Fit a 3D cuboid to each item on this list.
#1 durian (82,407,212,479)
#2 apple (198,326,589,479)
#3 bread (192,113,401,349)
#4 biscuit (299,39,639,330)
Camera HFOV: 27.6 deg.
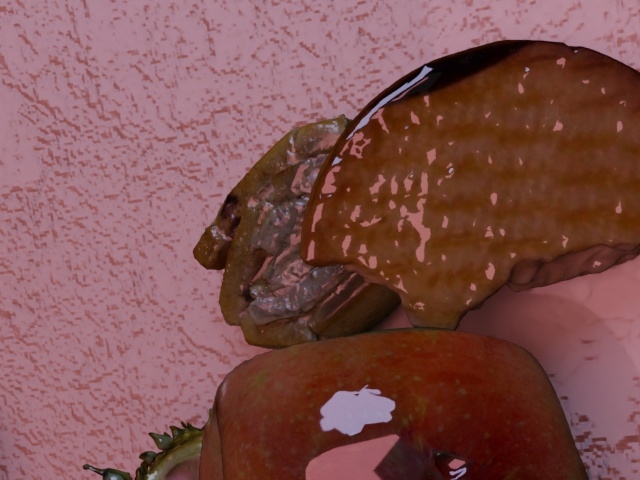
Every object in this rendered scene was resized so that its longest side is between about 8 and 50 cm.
[{"bbox_3d":[-0.039,0.203,0.783,0.137,0.095,0.221,-28,88,-25],"label":"durian"},{"bbox_3d":[0.035,0.142,0.679,0.188,0.174,0.207,-7,127,-13],"label":"apple"},{"bbox_3d":[0.000,0.000,0.776,0.117,0.064,0.156,45,105,15],"label":"bread"},{"bbox_3d":[0.114,-0.024,0.715,0.228,0.031,0.176,18,90,0],"label":"biscuit"}]
